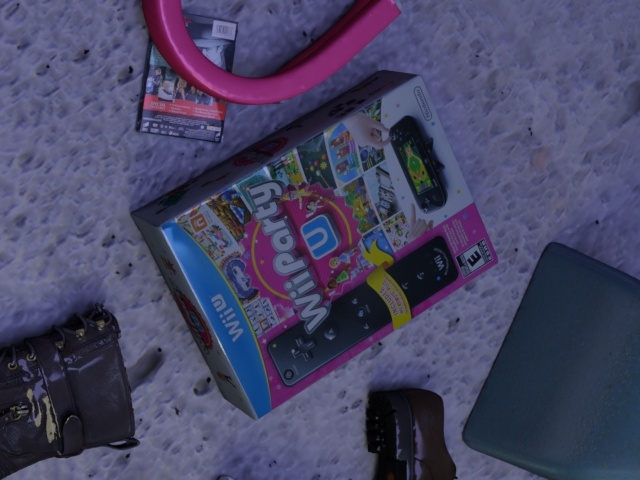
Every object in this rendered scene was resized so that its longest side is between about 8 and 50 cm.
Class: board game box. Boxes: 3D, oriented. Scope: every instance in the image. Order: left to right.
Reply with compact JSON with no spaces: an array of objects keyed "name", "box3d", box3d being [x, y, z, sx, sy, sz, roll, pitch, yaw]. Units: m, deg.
[{"name":"board game box","box3d":[0.000,0.000,1.510,0.303,0.097,0.224,-31,111,-17]}]

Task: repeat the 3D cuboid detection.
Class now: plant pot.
[{"name":"plant pot","box3d":[0.352,0.174,1.622,0.247,0.252,0.247,26,87,-27]}]

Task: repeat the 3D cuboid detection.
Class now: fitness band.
[{"name":"fitness band","box3d":[-0.036,-0.255,1.461,0.291,0.054,0.209,-42,112,-19]}]

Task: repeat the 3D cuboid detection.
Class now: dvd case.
[{"name":"dvd case","box3d":[-0.127,-0.157,1.466,0.087,0.013,0.119,5,97,-27]}]

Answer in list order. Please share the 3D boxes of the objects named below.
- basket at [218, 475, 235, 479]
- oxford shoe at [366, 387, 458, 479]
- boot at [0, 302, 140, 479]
[{"name":"basket","box3d":[-0.039,0.325,1.540,0.167,0.113,0.103,28,90,-27]},{"name":"oxford shoe","box3d":[0.106,0.267,1.616,0.096,0.083,0.227,-4,102,-30]},{"name":"boot","box3d":[-0.293,0.112,1.404,0.229,0.091,0.263,-25,113,-26]}]
